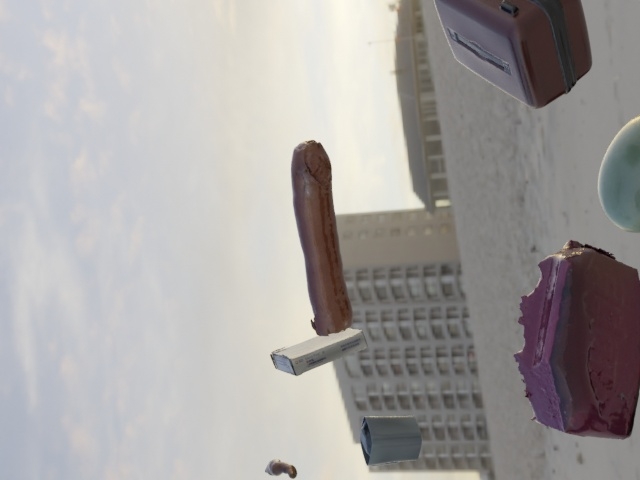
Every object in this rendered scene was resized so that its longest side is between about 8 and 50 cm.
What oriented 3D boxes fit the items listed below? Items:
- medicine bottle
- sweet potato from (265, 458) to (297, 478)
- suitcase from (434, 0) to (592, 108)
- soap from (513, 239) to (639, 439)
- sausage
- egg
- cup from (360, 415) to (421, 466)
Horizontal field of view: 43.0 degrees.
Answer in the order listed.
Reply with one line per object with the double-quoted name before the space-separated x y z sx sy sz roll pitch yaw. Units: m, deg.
"medicine bottle" -0.006 0.267 1.987 0.171 0.201 0.052 -7 101 69
"sweet potato" -0.094 0.508 1.810 0.179 0.044 0.044 147 126 -64
"suitcase" 0.361 -0.406 1.543 0.297 0.161 0.236 48 174 46
"soap" 0.451 0.167 1.391 0.220 0.127 0.325 14 -97 -30
"sausage" 0.000 0.000 1.681 0.094 0.094 0.419 -65 -31 -67
"egg" 0.711 -0.151 1.747 0.283 0.203 0.203 -66 -17 -4
"cup" 0.157 0.474 1.886 0.095 0.129 0.128 -106 19 -56
